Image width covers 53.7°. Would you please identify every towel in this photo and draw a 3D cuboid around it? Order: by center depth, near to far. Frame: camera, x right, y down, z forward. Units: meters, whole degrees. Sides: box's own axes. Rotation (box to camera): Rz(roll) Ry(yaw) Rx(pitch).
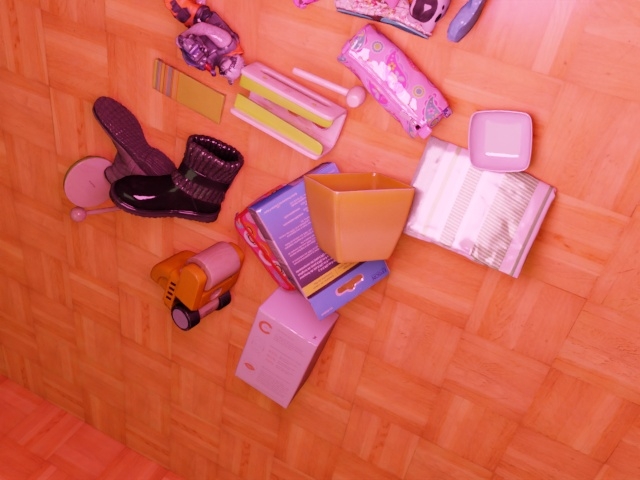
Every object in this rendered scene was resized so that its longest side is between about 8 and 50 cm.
[{"bbox_3d":[0.368,-0.080,1.525,0.325,0.038,0.248,24,100,16],"label":"towel"},{"bbox_3d":[-0.377,-0.427,1.804,0.237,0.021,0.102,30,135,9],"label":"towel"}]

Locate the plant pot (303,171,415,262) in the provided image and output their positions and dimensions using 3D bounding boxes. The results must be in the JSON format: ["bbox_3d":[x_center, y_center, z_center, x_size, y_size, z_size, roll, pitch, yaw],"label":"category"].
[{"bbox_3d":[0.088,-0.057,1.568,0.212,0.212,0.187,-143,51,-62],"label":"plant pot"}]

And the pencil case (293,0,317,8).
[{"bbox_3d":[-0.072,-0.630,1.435,0.209,0.098,0.095,50,167,-16],"label":"pencil case"}]

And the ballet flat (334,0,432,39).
[{"bbox_3d":[0.144,-0.520,1.408,0.241,0.091,0.077,22,104,12],"label":"ballet flat"}]

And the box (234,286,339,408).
[{"bbox_3d":[-0.113,0.339,2.036,0.215,0.168,0.345,31,130,10],"label":"box"}]

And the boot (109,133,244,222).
[{"bbox_3d":[-0.418,-0.191,1.832,0.348,0.131,0.260,5,139,-24],"label":"boot"}]

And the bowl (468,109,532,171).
[{"bbox_3d":[0.413,-0.232,1.444,0.142,0.053,0.142,7,115,24],"label":"bowl"}]

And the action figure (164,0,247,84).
[{"bbox_3d":[-0.293,-0.539,1.557,0.178,0.341,0.330,-36,109,-1],"label":"action figure"}]

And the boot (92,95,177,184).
[{"bbox_3d":[-0.627,-0.264,1.982,0.222,0.118,0.338,-28,103,40],"label":"boot"}]

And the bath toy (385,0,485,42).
[{"bbox_3d":[0.181,-0.560,1.314,0.348,0.151,0.129,30,166,7],"label":"bath toy"}]

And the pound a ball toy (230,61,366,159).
[{"bbox_3d":[-0.044,-0.355,1.584,0.319,0.136,0.208,30,124,11],"label":"pound a ball toy"}]

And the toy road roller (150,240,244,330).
[{"bbox_3d":[-0.417,0.109,2.052,0.240,0.202,0.329,41,133,15],"label":"toy road roller"}]

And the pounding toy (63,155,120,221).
[{"bbox_3d":[-0.776,-0.194,2.104,0.110,0.183,0.237,41,139,35],"label":"pounding toy"}]

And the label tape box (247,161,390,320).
[{"bbox_3d":[0.000,0.000,1.700,0.348,0.249,0.115,61,165,-17],"label":"label tape box"}]

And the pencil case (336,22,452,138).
[{"bbox_3d":[0.171,-0.364,1.463,0.284,0.124,0.124,47,130,-3],"label":"pencil case"}]

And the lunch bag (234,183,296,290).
[{"bbox_3d":[-0.111,-0.001,1.862,0.258,0.120,0.293,-27,104,43],"label":"lunch bag"}]
